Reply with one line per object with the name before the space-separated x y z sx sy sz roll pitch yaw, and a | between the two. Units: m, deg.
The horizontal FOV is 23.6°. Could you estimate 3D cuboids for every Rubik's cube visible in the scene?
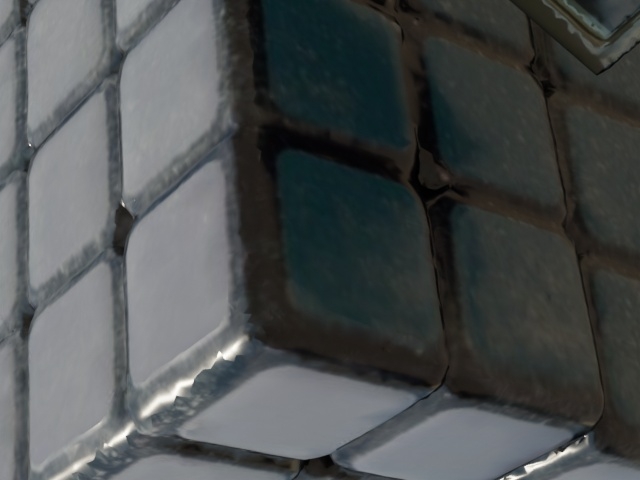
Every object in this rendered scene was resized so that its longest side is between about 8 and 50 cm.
Rubik's cube | 0.000 0.000 0.765 0.337 0.344 0.344 14 -125 -35

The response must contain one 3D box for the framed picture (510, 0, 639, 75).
framed picture | 0.116 -0.193 0.521 0.189 0.260 0.023 40 -141 -10
